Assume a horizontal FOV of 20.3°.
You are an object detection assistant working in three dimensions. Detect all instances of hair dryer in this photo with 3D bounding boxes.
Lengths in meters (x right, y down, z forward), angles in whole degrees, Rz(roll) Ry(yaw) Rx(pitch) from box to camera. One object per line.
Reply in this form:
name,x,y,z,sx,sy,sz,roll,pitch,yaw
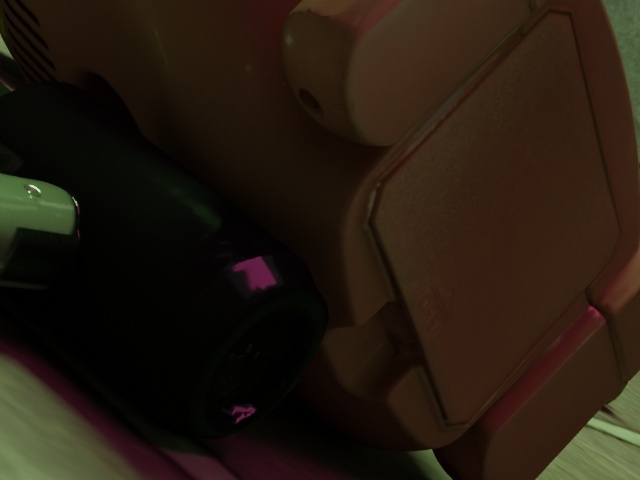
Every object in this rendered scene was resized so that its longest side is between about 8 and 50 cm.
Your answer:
hair dryer,-0.088,-0.001,0.406,0.100,0.057,0.197,36,15,32

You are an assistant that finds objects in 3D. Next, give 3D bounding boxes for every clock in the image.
clock,-0.019,-0.050,0.581,0.241,0.142,0.227,32,-24,38

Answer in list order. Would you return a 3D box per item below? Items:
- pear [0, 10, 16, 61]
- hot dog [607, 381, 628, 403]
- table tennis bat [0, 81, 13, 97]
pear,-0.105,-0.112,0.928,0.141,0.104,0.141,25,31,-16
hot dog,0.091,0.009,1.096,0.249,0.068,0.100,35,-4,3
table tennis bat,-0.114,-0.042,0.695,0.154,0.021,0.274,39,10,36
